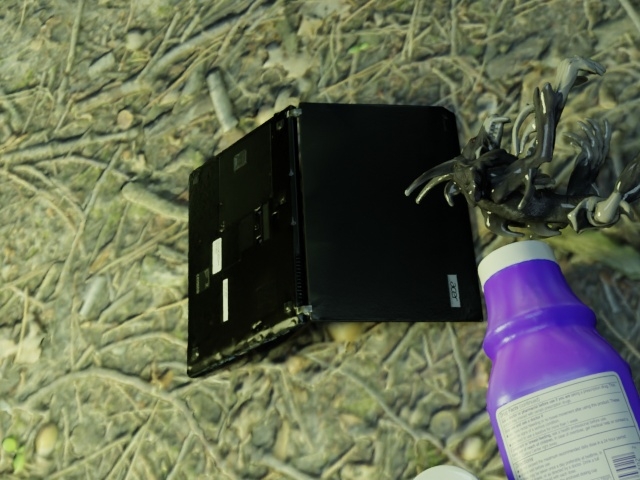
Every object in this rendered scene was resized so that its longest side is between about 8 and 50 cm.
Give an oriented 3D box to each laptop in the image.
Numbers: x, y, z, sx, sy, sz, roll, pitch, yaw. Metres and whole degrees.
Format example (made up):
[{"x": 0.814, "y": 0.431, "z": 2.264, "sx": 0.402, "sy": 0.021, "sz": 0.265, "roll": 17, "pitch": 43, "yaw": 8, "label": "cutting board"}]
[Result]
[{"x": 0.000, "y": 0.000, "z": 1.022, "sx": 0.264, "sy": 0.136, "sz": 0.234, "roll": -29, "pitch": 52, "yaw": 38, "label": "laptop"}]

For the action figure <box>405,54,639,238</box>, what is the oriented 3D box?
[{"x": 0.218, "y": -0.064, "z": 0.880, "sx": 0.275, "sy": 0.164, "sz": 0.141, "roll": 9, "pitch": 79, "yaw": 17, "label": "action figure"}]

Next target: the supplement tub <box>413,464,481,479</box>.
[{"x": 0.108, "y": 0.218, "z": 0.806, "sx": 0.071, "sy": 0.107, "sz": 0.071, "roll": -10, "pitch": 61, "yaw": 19, "label": "supplement tub"}]

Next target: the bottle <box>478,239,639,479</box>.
[{"x": 0.191, "y": 0.135, "z": 0.822, "sx": 0.118, "sy": 0.092, "sz": 0.283, "roll": -21, "pitch": 58, "yaw": 12, "label": "bottle"}]
